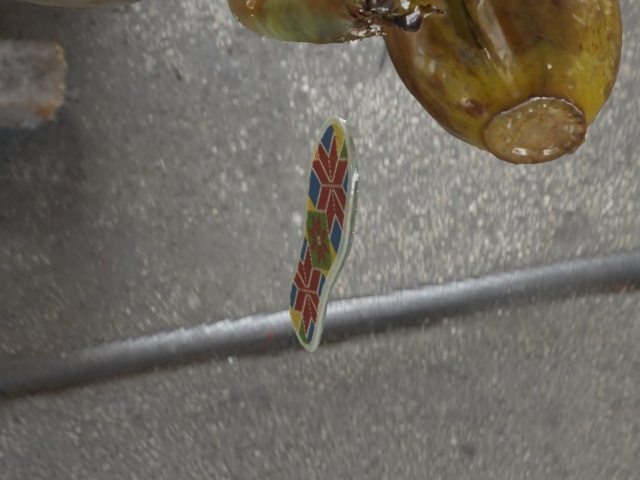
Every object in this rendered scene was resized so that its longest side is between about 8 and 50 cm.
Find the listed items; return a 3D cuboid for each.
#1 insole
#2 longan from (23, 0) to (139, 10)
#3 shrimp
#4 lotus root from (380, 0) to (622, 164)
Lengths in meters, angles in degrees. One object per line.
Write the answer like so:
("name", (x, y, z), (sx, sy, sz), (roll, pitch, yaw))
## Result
("insole", (0.000, 0.000, 0.924), (0.006, 0.193, 0.065), (-10, 51, -21))
("longan", (-0.251, -0.414, 1.484), (0.391, 0.391, 0.391), (-1, 67, 3))
("shrimp", (0.010, -0.198, 1.018), (0.061, 0.267, 0.145), (18, 99, -31))
("lotus root", (0.139, -0.193, 1.212), (0.193, 0.193, 0.291), (-13, 63, -2))
